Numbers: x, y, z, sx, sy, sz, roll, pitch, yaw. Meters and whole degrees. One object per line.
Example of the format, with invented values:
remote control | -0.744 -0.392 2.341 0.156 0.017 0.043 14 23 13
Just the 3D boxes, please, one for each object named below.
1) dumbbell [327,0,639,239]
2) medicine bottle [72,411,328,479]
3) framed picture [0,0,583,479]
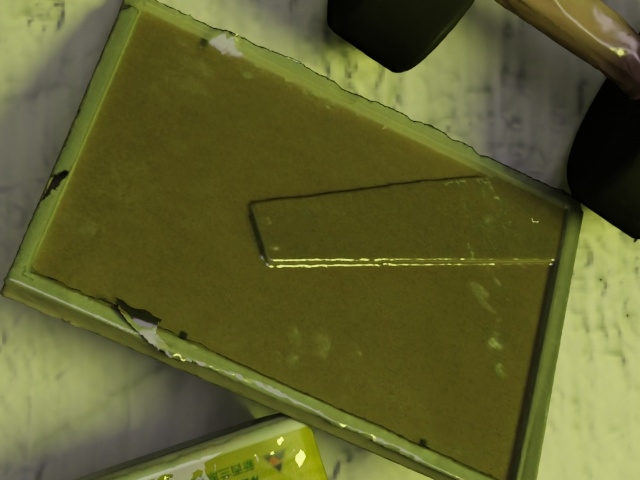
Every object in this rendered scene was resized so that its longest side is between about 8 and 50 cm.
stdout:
dumbbell | 0.128 -0.116 0.891 0.218 0.152 0.152 33 75 -9
medicine bottle | -0.045 0.191 0.834 0.132 0.088 0.188 -17 87 -20
framed picture | 0.000 0.000 0.867 0.281 0.019 0.209 26 52 -10
